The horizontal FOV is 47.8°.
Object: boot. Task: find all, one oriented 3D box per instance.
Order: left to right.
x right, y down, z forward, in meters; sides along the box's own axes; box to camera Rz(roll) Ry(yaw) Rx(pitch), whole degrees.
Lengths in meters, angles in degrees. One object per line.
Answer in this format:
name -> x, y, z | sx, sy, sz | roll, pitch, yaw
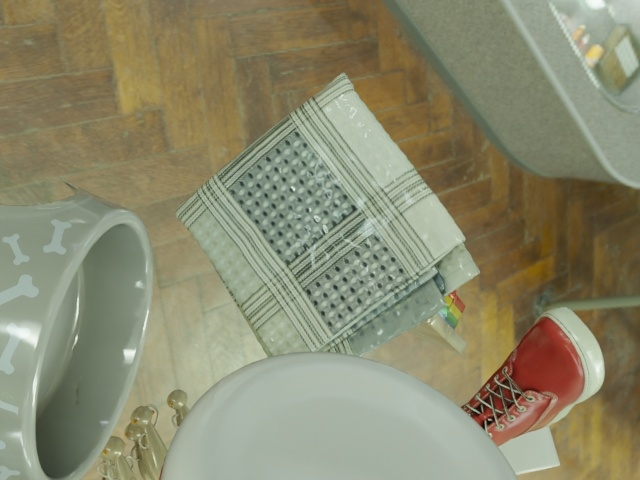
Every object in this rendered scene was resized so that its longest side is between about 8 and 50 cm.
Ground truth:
boot -> 0.200, 0.176, 0.789 | 0.176, 0.088, 0.244 | -24, 148, -13

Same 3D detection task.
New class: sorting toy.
sorting toy -> 0.119, 0.085, 1.234 | 0.089, 0.257, 0.255 | -64, 152, -8

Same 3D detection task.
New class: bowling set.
bowling set -> -0.381, 0.417, 1.423 | 0.154, 0.199, 0.287 | 69, 21, 5

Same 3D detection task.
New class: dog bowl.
dog bowl -> -0.281, 0.107, 0.776 | 0.349, 0.102, 0.349 | 11, 90, -85

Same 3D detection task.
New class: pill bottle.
pill bottle -> -0.025, 0.268, 0.475 | 0.210, 0.210, 0.363 | -13, 134, -39

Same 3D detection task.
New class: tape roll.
tape roll -> 0.245, 0.354, 1.205 | 0.286, 0.286, 0.100 | 8, 61, -43

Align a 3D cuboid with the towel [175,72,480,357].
towel -> 0.000, 0.000, 0.944 | 0.312, 0.324, 0.056 | -36, 173, 13
